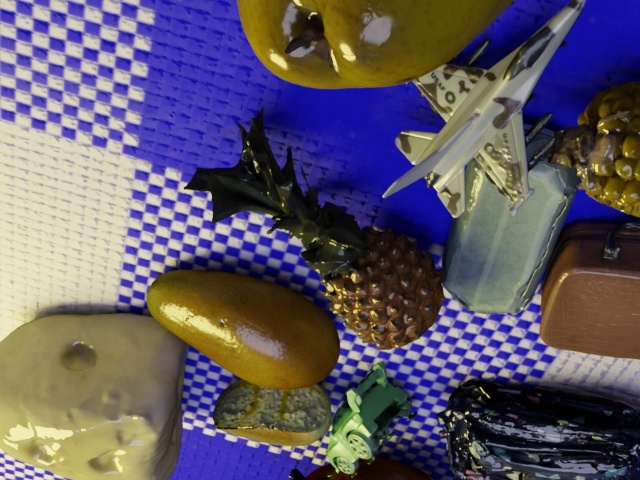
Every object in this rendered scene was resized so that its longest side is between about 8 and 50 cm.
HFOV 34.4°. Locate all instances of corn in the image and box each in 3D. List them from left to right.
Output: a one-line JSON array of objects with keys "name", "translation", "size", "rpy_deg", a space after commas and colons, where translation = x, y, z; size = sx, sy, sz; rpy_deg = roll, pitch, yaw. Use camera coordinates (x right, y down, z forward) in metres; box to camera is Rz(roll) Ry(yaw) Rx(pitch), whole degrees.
[{"name": "corn", "translation": [0.348, -0.067, 0.835], "size": [0.321, 0.119, 0.119], "rpy_deg": [6, 138, 8]}]

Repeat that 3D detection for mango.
[{"name": "mango", "translation": [-0.087, 0.093, 1.145], "size": [0.227, 0.099, 0.136], "rpy_deg": [21, 146, 3]}]

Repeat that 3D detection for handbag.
[{"name": "handbag", "translation": [0.266, 0.246, 1.210], "size": [0.260, 0.113, 0.162], "rpy_deg": [7, 132, 18]}, {"name": "handbag", "translation": [0.316, 0.051, 1.010], "size": [0.193, 0.072, 0.151], "rpy_deg": [7, 139, 10]}]

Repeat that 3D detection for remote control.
[{"name": "remote control", "translation": [0.178, -0.012, 0.991], "size": [0.104, 0.052, 0.247], "rpy_deg": [13, 140, 6]}]

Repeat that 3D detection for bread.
[{"name": "bread", "translation": [-0.046, 0.215, 1.274], "size": [0.157, 0.083, 0.094], "rpy_deg": [-13, 133, 38]}]

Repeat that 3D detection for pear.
[{"name": "pear", "translation": [0.041, -0.186, 0.740], "size": [0.266, 0.178, 0.267], "rpy_deg": [5, 141, 4]}]

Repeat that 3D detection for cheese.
[{"name": "cheese", "translation": [-0.282, 0.205, 1.264], "size": [0.247, 0.174, 0.251], "rpy_deg": [6, 144, 5]}]

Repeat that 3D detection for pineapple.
[{"name": "pineapple", "translation": [0.000, 0.000, 0.986], "size": [0.119, 0.130, 0.277], "rpy_deg": [-25, 126, 41]}]

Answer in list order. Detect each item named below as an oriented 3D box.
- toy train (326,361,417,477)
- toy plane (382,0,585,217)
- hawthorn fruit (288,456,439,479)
[{"name": "toy train", "translation": [0.053, 0.221, 1.260], "size": [0.081, 0.099, 0.149], "rpy_deg": [45, 143, 7]}, {"name": "toy plane", "translation": [0.146, -0.113, 0.855], "size": [0.234, 0.082, 0.160], "rpy_deg": [-45, 71, 27]}, {"name": "hawthorn fruit", "translation": [0.062, 0.435, 1.333], "size": [0.315, 0.316, 0.316], "rpy_deg": [7, 139, 6]}]
